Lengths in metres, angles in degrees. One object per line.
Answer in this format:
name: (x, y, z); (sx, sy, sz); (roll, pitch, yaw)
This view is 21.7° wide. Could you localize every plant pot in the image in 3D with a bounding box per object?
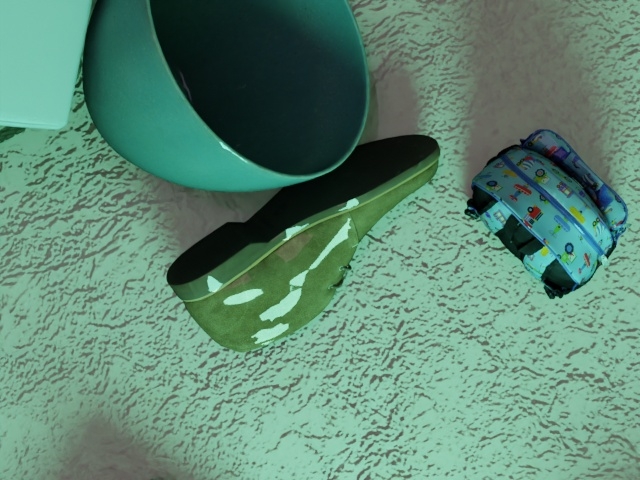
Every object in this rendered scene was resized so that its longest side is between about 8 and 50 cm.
plant pot: (-0.120, -0.168, 1.645); (0.195, 0.290, 0.290); (-23, 83, 41)

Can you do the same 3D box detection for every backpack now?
backpack: (0.222, -0.030, 1.627); (0.117, 0.173, 0.158); (-44, 83, 2)

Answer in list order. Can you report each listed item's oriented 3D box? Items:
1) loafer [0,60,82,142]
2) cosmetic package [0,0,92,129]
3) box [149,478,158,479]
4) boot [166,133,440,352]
loafer: (-0.371, -0.133, 1.730); (0.268, 0.102, 0.092); (-33, 90, 3)
cosmetic package: (-0.408, -0.335, 1.514); (0.329, 0.327, 0.394); (22, 104, 42)
box: (-0.187, 0.406, 1.684); (0.169, 0.087, 0.290); (34, 90, 7)
boot: (0.000, 0.000, 1.703); (0.305, 0.112, 0.115); (-32, 114, -1)
